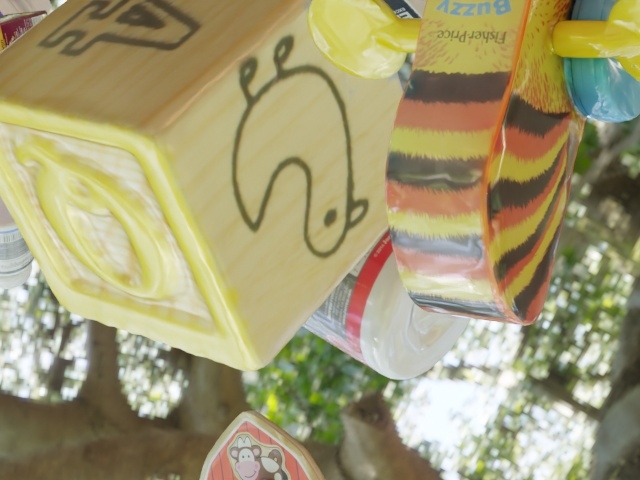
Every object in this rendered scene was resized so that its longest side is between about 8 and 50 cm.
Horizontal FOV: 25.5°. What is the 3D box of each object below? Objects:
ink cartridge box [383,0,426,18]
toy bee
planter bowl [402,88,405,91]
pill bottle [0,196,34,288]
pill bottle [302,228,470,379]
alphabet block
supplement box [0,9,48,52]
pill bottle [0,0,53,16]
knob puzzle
[{"bbox_3d":[-0.009,-0.267,1.361,0.333,0.165,0.065,36,-125,-39],"label":"ink cartridge box"},{"bbox_3d":[0.080,-0.122,0.652,0.195,0.162,0.298,-15,-126,23],"label":"toy bee"},{"bbox_3d":[0.137,-0.077,1.709,0.217,0.090,0.217,-11,-120,21],"label":"planter bowl"},{"bbox_3d":[-0.390,-0.005,1.741,0.078,0.137,0.078,5,-128,-6],"label":"pill bottle"},{"bbox_3d":[0.000,0.000,1.471,0.318,0.176,0.176,29,-141,33],"label":"pill bottle"},{"bbox_3d":[-0.077,-0.064,0.901,0.193,0.192,0.197,12,-132,40],"label":"alphabet block"},{"bbox_3d":[-0.307,-0.195,1.375,0.055,0.043,0.083,-2,-163,27],"label":"supplement box"},{"bbox_3d":[-0.437,-0.217,1.658,0.152,0.152,0.272,31,-137,12],"label":"pill bottle"},{"bbox_3d":[-0.058,0.252,1.279,0.030,0.213,0.213,-4,-136,-46],"label":"knob puzzle"}]
